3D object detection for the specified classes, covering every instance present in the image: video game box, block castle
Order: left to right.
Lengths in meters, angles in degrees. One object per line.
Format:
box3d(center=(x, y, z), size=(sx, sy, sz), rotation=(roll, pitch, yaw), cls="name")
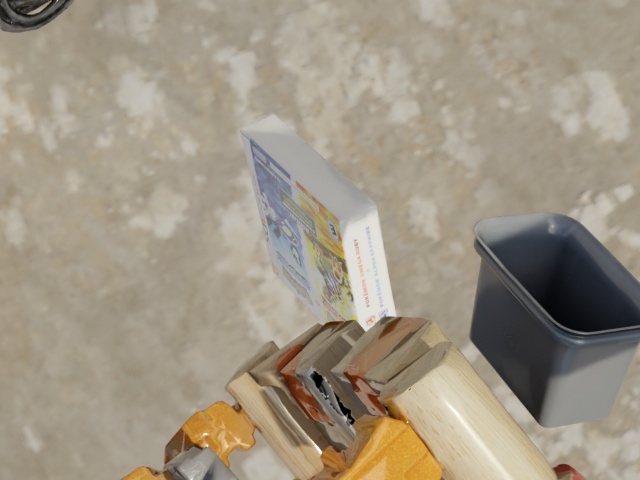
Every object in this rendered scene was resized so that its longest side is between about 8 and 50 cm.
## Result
box3d(center=(-0.011, 0.227, 1.082), size=(0.213, 0.303, 0.453), rotation=(51, 164, -8), cls="block castle")
box3d(center=(0.000, 0.000, 1.616), size=(0.205, 0.048, 0.187), rotation=(44, 155, 48), cls="video game box")

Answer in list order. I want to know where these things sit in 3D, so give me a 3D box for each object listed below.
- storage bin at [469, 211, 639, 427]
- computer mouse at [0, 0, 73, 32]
box3d(center=(0.158, 0.055, 1.097), size=(0.135, 0.098, 0.091), rotation=(53, 141, 47), cls="storage bin")
box3d(center=(-0.159, -0.264, 0.850), size=(0.072, 0.188, 0.272), rotation=(-7, 120, 50), cls="computer mouse")
